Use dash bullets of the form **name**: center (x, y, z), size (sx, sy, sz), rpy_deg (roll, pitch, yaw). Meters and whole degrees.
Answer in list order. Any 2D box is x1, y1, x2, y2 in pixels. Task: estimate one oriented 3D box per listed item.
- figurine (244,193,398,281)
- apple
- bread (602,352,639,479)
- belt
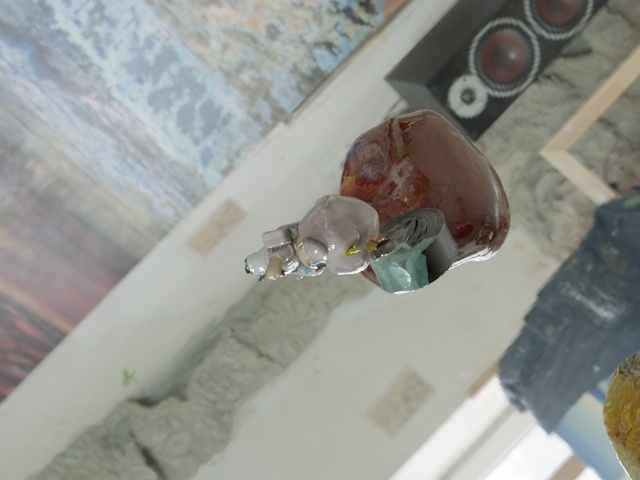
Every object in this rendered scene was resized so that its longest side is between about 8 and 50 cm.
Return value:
- **figurine**: center (0.000, 0.000, 1.307), size (0.137, 0.229, 0.112), rpy_deg (-8, -98, -61)
- **apple**: center (0.205, -0.086, 2.022), size (0.295, 0.329, 0.364), rpy_deg (-40, 58, 50)
- **bread**: center (0.565, 0.290, 1.353), size (0.183, 0.236, 0.388), rpy_deg (11, -157, -21)
- **belt**: center (0.152, 0.016, 1.642), size (0.078, 0.151, 0.198), rpy_deg (63, -162, -20)
